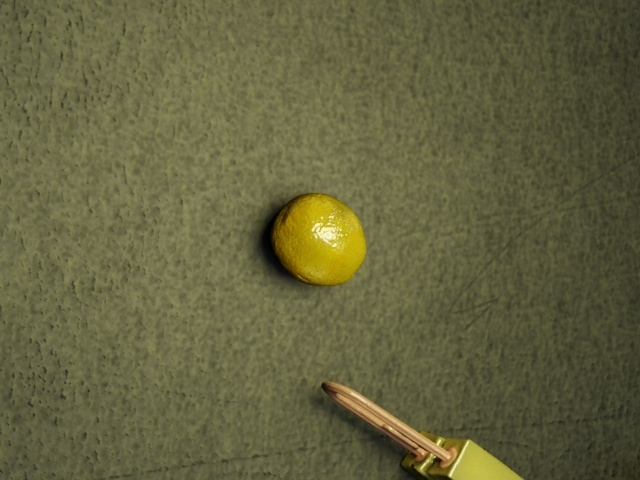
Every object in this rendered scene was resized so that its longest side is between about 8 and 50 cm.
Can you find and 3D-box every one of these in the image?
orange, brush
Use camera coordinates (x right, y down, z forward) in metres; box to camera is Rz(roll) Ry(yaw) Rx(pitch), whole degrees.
[{"bbox_3d":[0.000,0.000,1.286,0.095,0.085,0.085,38,76,-26],"label":"orange"},{"bbox_3d":[0.097,0.195,1.317,0.233,0.103,0.047,37,74,-17],"label":"brush"}]
